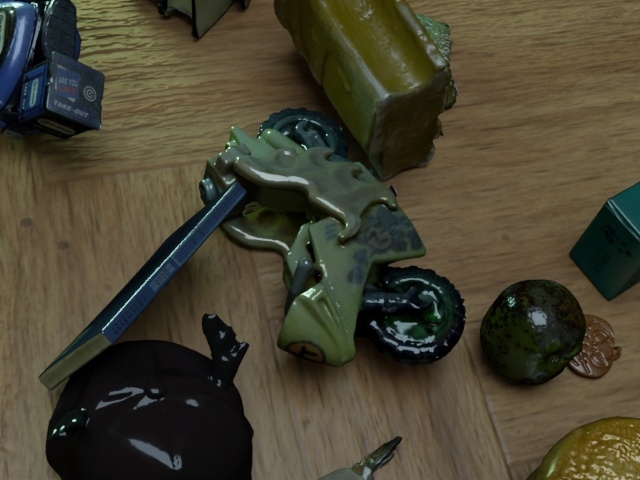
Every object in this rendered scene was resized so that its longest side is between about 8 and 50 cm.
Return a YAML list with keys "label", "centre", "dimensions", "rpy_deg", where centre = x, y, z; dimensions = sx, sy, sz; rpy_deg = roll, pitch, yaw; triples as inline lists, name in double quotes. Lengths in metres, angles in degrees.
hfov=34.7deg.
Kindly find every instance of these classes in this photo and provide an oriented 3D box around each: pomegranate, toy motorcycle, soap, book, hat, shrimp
- label: "pomegranate"
  centre: [0.277, 0.109, 1.307]
  dimensions: [0.125, 0.138, 0.163]
  rpy_deg: [27, 29, 17]
- label: "toy motorcycle"
  centre: [0.000, 0.000, 1.297]
  dimensions: [0.236, 0.169, 0.410]
  rpy_deg: [-18, 60, -25]
- label: "soap"
  centre: [0.057, -0.254, 1.396]
  dimensions: [0.143, 0.259, 0.281]
  rpy_deg: [-28, 67, -10]
- label: "book"
  centre: [-0.205, 0.052, 1.194]
  dimensions: [0.025, 0.191, 0.269]
  rpy_deg: [46, 50, -10]
- label: "hat"
  centre: [-0.168, 0.237, 1.112]
  dimensions: [0.238, 0.209, 0.336]
  rpy_deg: [-14, 66, -19]
- label: "toy motorcycle"
  centre: [-0.355, -0.302, 1.354]
  dimensions: [0.125, 0.212, 0.359]
  rpy_deg: [20, 65, -47]
- label: "shrimp"
  centre: [0.122, 0.306, 1.221]
  dimensions: [0.195, 0.035, 0.148]
  rpy_deg: [-2, 60, -7]

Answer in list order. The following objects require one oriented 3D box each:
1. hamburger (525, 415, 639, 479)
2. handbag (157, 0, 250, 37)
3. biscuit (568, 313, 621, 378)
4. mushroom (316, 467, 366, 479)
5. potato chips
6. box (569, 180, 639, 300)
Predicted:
- label: "hamburger"
  centre: [0.351, 0.363, 1.146]
  dimensions: [0.289, 0.170, 0.314]
  rpy_deg: [28, 59, 9]
- label: "handbag"
  centre: [-0.152, -0.489, 1.425]
  dimensions: [0.160, 0.359, 0.237]
  rpy_deg: [30, 62, 10]
- label: "biscuit"
  centre: [0.362, 0.140, 1.359]
  dimensions: [0.078, 0.015, 0.091]
  rpy_deg: [12, 61, -2]
- label: "mushroom"
  centre: [0.015, 0.412, 1.094]
  dimensions: [0.128, 0.128, 0.350]
  rpy_deg: [6, 65, -6]
- label: "potato chips"
  centre: [0.147, -0.289, 1.556]
  dimensions: [0.142, 0.026, 0.209]
  rpy_deg: [-36, 70, -21]
- label: "box"
  centre: [0.477, -0.035, 1.395]
  dimensions: [0.244, 0.153, 0.092]
  rpy_deg: [-29, 70, -20]
